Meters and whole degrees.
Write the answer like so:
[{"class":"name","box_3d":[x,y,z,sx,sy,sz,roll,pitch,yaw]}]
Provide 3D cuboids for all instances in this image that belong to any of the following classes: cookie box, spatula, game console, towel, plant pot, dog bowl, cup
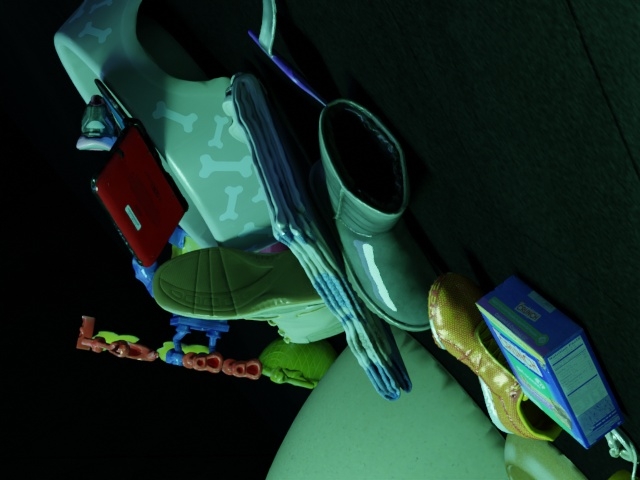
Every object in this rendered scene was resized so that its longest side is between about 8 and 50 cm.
[{"class":"cookie box","box_3d":[0.171,0.090,1.440,0.092,0.040,0.107,42,166,51]},{"class":"spatula","box_3d":[-0.047,-0.190,1.489,0.084,0.030,0.296,48,170,38]},{"class":"game console","box_3d":[-0.196,-0.065,1.913,0.085,0.124,0.144,14,150,30]},{"class":"towel","box_3d":[0.000,0.000,1.758,0.285,0.034,0.209,58,-170,-47]},{"class":"plant pot","box_3d":[0.244,0.272,1.807,0.236,0.032,0.236,51,171,11]},{"class":"dog bowl","box_3d":[-0.153,-0.122,2.053,0.349,0.102,0.349,51,171,10]},{"class":"cup","box_3d":[0.071,0.281,2.056,0.331,0.237,0.331,51,170,12]}]

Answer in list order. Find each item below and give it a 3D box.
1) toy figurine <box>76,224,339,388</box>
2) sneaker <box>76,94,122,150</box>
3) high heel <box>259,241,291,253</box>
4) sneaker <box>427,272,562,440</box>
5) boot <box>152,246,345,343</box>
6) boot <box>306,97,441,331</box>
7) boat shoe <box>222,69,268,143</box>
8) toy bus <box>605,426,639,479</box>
[{"class":"toy figurine","box_3d":[-0.109,0.060,2.439,0.362,0.217,0.191,10,177,-18]},{"class":"sneaker","box_3d":[-0.224,-0.121,1.986,0.119,0.047,0.057,-122,30,-85]},{"class":"high heel","box_3d":[-0.051,0.025,2.293,0.244,0.082,0.117,-1,-89,-82]},{"class":"sneaker","box_3d":[0.146,0.090,1.559,0.067,0.064,0.175,3,139,52]},{"class":"boot","box_3d":[-0.060,0.061,2.025,0.165,0.213,0.077,74,-168,-72]},{"class":"boot","box_3d":[0.053,-0.017,1.563,0.190,0.076,0.208,51,166,2]},{"class":"boat shoe","box_3d":[-0.066,-0.122,1.820,0.046,0.038,0.125,11,163,14]},{"class":"toy bus","box_3d":[0.253,0.269,1.516,0.202,0.104,0.191,47,169,28]}]
